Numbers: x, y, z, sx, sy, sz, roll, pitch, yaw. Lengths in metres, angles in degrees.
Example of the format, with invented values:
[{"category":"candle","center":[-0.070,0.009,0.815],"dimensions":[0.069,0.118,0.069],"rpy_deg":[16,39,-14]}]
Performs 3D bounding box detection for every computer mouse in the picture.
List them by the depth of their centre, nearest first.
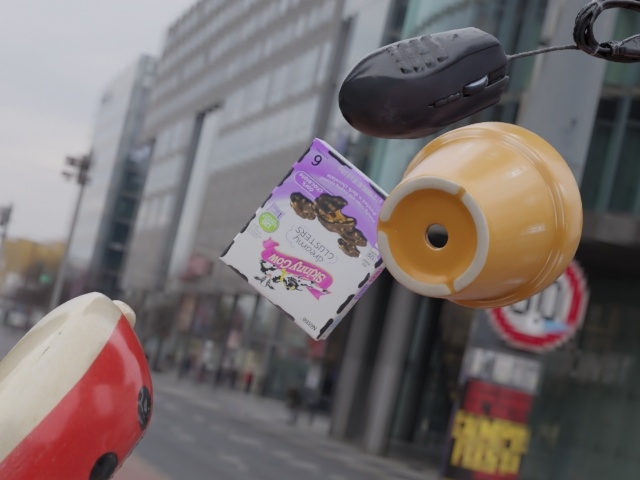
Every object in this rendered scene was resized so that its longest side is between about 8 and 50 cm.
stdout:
[{"category":"computer mouse","center":[0.130,-0.110,1.110],"dimensions":[0.242,0.071,0.041],"rpy_deg":[-14,37,-4]}]

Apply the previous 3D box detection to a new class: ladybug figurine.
[{"category":"ladybug figurine","center":[-0.318,0.247,1.783],"dimensions":[0.162,0.449,0.305],"rpy_deg":[37,-21,0]}]

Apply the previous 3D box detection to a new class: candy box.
[{"category":"candy box","center":[0.000,0.000,2.143],"dimensions":[0.165,0.196,0.070],"rpy_deg":[40,5,8]}]

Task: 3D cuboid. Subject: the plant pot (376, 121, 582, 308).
[{"category":"plant pot","center":[0.155,-0.017,1.848],"dimensions":[0.205,0.205,0.188],"rpy_deg":[11,14,25]}]
